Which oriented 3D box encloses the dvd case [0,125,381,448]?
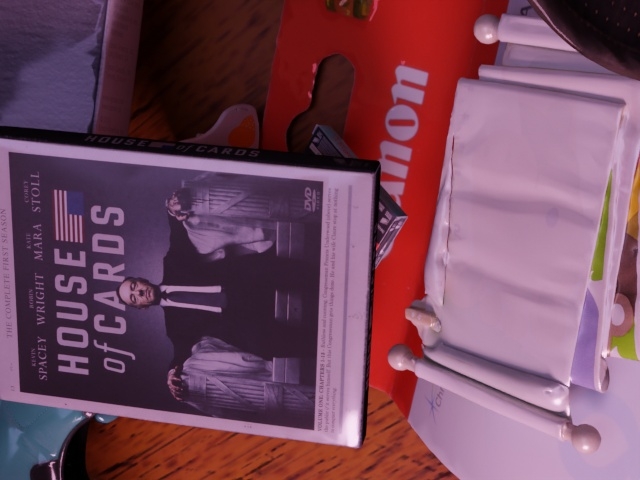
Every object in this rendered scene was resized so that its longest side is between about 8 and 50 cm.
[{"bbox_3d":[-0.086,0.028,0.815,0.239,0.029,0.179,6,110,10],"label":"dvd case"}]

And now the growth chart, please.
[{"bbox_3d":[0.120,-0.006,0.709,0.172,0.021,0.237,28,114,40],"label":"growth chart"}]

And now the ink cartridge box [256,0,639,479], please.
[{"bbox_3d":[0.107,-0.010,0.770,0.385,0.091,0.308,20,111,25],"label":"ink cartridge box"}]

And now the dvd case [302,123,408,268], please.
[{"bbox_3d":[0.000,0.000,0.838,0.087,0.013,0.119,50,127,29],"label":"dvd case"}]

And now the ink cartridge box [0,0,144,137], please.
[{"bbox_3d":[-0.264,-0.194,0.876,0.303,0.072,0.307,7,93,12],"label":"ink cartridge box"}]

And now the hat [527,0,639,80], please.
[{"bbox_3d":[0.159,-0.228,0.630,0.134,0.331,0.331,179,77,-69],"label":"hat"}]

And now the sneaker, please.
[{"bbox_3d":[-0.178,0.059,0.958,0.121,0.108,0.302,15,103,7],"label":"sneaker"}]

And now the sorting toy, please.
[{"bbox_3d":[-0.088,-0.051,0.875,0.083,0.075,0.045,-30,76,42],"label":"sorting toy"}]
